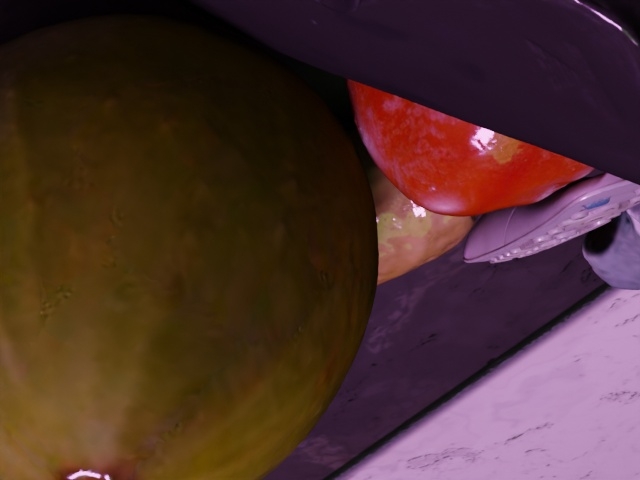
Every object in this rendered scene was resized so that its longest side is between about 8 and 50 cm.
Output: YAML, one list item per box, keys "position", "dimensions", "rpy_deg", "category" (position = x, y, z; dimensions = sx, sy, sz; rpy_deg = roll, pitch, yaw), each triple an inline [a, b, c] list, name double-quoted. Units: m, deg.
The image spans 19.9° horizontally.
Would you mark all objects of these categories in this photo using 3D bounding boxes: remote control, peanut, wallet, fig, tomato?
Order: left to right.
- position: [-0.113, 0.033, 1.032]
  dimensions: [0.316, 0.316, 0.316]
  rpy_deg: [-10, 148, -6]
  category: "fig"
- position: [0.000, 0.000, 1.230]
  dimensions: [0.117, 0.101, 0.263]
  rpy_deg: [31, 132, -29]
  category: "peanut"
- position: [0.032, -0.115, 0.873]
  dimensions: [0.051, 0.377, 0.197]
  rpy_deg: [-59, 143, -9]
  category: "wallet"
- position: [0.105, -0.104, 1.036]
  dimensions: [0.187, 0.187, 0.151]
  rpy_deg: [-3, 145, -17]
  category: "tomato"
- position: [0.146, -0.022, 1.135]
  dimensions: [0.073, 0.044, 0.229]
  rpy_deg: [-13, 173, -16]
  category: "remote control"

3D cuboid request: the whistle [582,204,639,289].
- position: [0.344, -0.109, 1.164]
  dimensions: [0.405, 0.188, 0.168]
  rpy_deg: [-54, 135, 1]
  category: "whistle"
